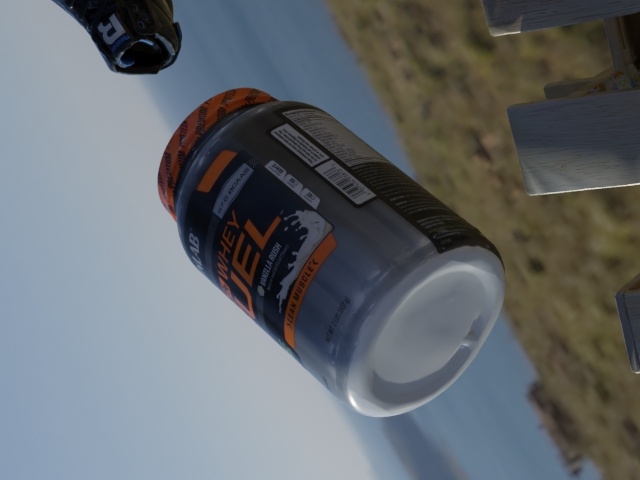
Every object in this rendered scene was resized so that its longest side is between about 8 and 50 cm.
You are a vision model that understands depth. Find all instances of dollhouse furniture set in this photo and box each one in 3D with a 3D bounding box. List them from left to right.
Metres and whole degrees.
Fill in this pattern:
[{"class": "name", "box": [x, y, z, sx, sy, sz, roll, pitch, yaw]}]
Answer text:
[{"class": "dollhouse furniture set", "box": [0.213, -0.069, 0.859, 0.212, 0.161, 0.242, -31, -70, -50]}]

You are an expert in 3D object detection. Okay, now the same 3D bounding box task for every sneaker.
[{"class": "sneaker", "box": [-0.191, -0.210, 1.491, 0.217, 0.079, 0.121, 27, -150, -43]}]

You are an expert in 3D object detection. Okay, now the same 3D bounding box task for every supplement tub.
[{"class": "supplement tub", "box": [0.000, 0.000, 0.995, 0.190, 0.117, 0.117, 40, 166, 37]}]
